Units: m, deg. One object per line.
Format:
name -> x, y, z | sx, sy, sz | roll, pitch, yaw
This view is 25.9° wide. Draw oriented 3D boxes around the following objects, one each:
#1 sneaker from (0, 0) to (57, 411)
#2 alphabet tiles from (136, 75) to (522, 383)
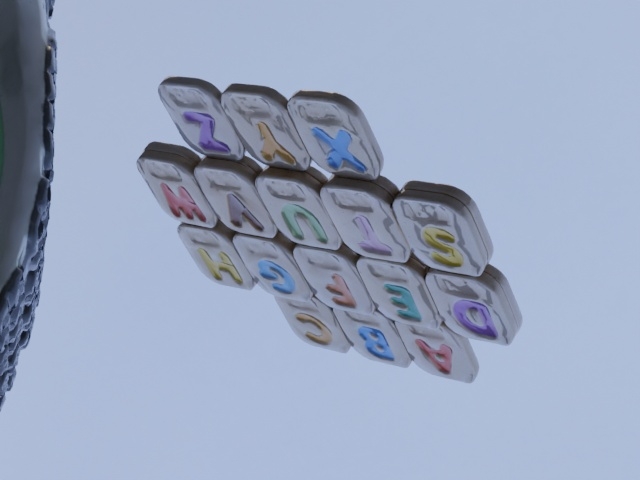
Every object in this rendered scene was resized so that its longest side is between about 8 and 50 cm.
sneaker -> -0.211, -0.072, 0.624 | 0.182, 0.158, 0.410 | 2, -119, -12
alphabet tiles -> 0.000, 0.000, 0.977 | 0.284, 0.278, 0.021 | 10, -127, 36
